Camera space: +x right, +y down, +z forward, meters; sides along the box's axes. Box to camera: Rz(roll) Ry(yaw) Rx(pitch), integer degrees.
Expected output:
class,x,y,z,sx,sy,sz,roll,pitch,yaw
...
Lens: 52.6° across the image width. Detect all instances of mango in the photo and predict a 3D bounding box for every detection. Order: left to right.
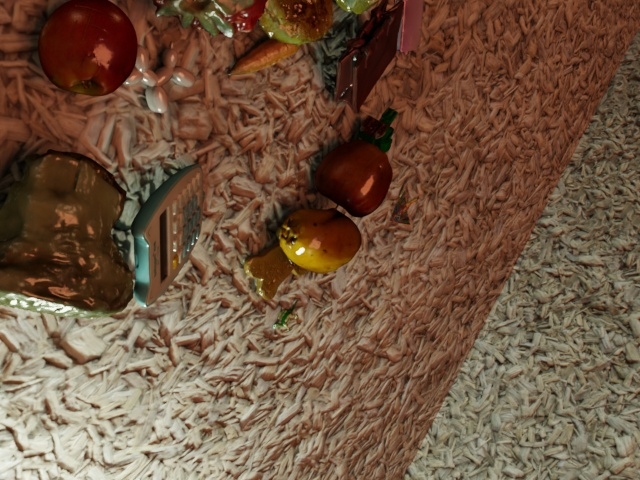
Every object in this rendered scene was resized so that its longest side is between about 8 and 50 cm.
class,x,y,z,sx,sy,sz,roll,pitch,yaw
mango,0.000,0.000,1.909,0.287,0.152,0.201,5,92,-50

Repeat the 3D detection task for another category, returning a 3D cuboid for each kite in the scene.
class,x,y,z,sx,sy,sz,roll,pitch,yaw
kite,0.306,-0.115,2.376,0.159,0.010,0.190,-42,136,-27

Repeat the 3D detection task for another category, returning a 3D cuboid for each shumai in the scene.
class,x,y,z,sx,sy,sz,roll,pitch,yaw
shumai,-0.536,-0.016,1.278,0.397,0.324,0.324,21,78,-57

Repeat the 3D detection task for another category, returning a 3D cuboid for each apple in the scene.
class,x,y,z,sx,sy,sz,roll,pitch,yaw
apple,0.107,-0.182,1.954,0.234,0.234,0.234,-25,126,-39

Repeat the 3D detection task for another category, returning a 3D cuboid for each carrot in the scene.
class,x,y,z,sx,sy,sz,roll,pitch,yaw
carrot,-0.153,-0.468,1.643,0.205,0.072,0.072,-34,132,-24

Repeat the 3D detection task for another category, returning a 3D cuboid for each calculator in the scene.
class,x,y,z,sx,sy,sz,roll,pitch,yaw
calculator,-0.347,-0.030,1.520,0.386,0.054,0.256,-63,162,-59

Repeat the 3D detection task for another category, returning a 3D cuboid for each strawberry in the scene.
class,x,y,z,sx,sy,sz,roll,pitch,yaw
strawberry,-0.227,-0.621,1.324,0.317,0.295,0.345,23,72,-28

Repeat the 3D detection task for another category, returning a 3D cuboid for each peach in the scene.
class,x,y,z,sx,sy,sz,roll,pitch,yaw
peach,-0.447,-0.385,1.263,0.197,0.197,0.197,-25,126,-39

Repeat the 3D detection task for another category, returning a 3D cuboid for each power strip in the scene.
class,x,y,z,sx,sy,sz,roll,pitch,yaw
power strip,0.276,-0.723,2.010,0.109,0.037,0.279,-23,125,-40

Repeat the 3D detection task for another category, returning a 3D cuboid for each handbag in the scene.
class,x,y,z,sx,sy,sz,roll,pitch,yaw
handbag,0.138,-0.522,1.830,0.260,0.084,0.275,-56,171,-10

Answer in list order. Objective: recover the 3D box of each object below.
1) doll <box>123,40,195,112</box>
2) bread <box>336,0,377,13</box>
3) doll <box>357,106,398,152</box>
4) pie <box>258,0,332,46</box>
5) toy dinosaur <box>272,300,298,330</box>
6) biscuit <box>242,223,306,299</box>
class,x,y,z,sx,sy,sz,roll,pitch,yaw
doll,-0.371,-0.371,1.441,0.161,0.059,0.160,-48,138,-19
bread,0.100,-0.719,1.700,0.124,0.185,0.257,-48,146,-27
doll,0.174,-0.314,2.051,0.134,0.106,0.186,-40,152,-43
pie,-0.057,-0.623,1.569,0.355,0.102,0.289,-46,135,-50
toy dinosaur,-0.106,0.241,2.083,0.060,0.029,0.120,39,76,-33
biscuit,-0.102,0.040,1.963,0.301,0.049,0.197,-43,135,-25
